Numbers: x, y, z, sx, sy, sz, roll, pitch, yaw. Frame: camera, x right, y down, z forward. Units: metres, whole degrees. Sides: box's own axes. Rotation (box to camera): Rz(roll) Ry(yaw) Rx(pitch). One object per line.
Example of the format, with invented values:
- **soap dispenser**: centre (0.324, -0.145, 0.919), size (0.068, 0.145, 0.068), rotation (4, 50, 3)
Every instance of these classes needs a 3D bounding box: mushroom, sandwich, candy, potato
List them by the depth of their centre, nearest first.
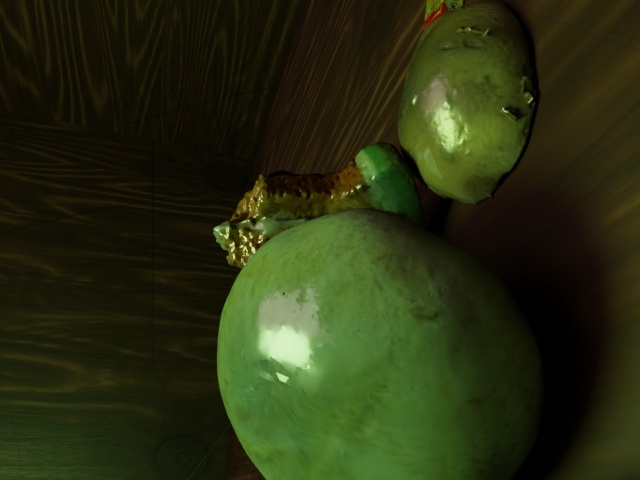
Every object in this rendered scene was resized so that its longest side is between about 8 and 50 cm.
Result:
- **mushroom**: centre (0.049, 0.133, 0.555), size (0.352, 0.260, 0.352), rotation (13, 111, 36)
- **potato**: centre (0.163, -0.189, 0.705), size (0.239, 0.116, 0.299), rotation (113, 162, -56)
- **sandwich**: centre (0.000, 0.000, 0.740), size (0.162, 0.301, 0.250), rotation (-88, -3, -58)
- **candy**: centre (0.197, -0.395, 0.829), size (0.062, 0.038, 0.122), rotation (163, 116, -74)
